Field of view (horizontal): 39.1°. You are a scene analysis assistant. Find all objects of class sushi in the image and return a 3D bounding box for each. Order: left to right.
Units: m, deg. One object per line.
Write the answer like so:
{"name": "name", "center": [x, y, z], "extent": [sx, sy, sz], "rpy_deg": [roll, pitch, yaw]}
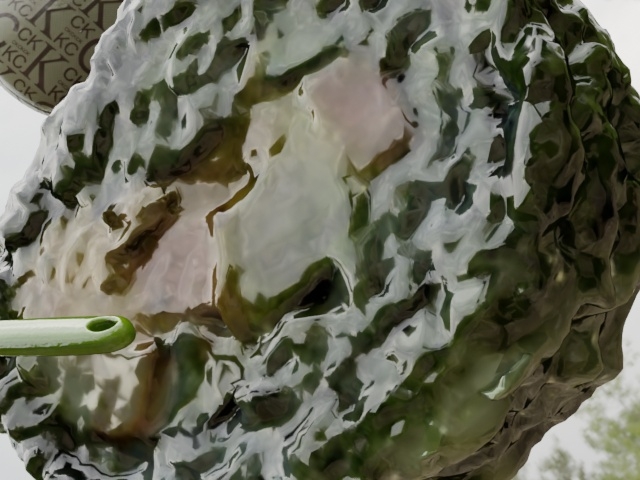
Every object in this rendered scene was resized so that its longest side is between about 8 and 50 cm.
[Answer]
{"name": "sushi", "center": [0.000, 0.000, 0.460], "extent": [0.352, 0.294, 0.178], "rpy_deg": [-52, -32, 14]}

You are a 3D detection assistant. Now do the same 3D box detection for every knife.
{"name": "knife", "center": [-0.160, 0.042, 0.398], "extent": [0.184, 0.022, 0.026], "rpy_deg": [-4, -55, 23]}

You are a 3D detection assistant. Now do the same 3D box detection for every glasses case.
{"name": "glasses case", "center": [-0.193, -0.272, 0.917], "extent": [0.355, 0.137, 0.085], "rpy_deg": [-53, 2, -21]}
